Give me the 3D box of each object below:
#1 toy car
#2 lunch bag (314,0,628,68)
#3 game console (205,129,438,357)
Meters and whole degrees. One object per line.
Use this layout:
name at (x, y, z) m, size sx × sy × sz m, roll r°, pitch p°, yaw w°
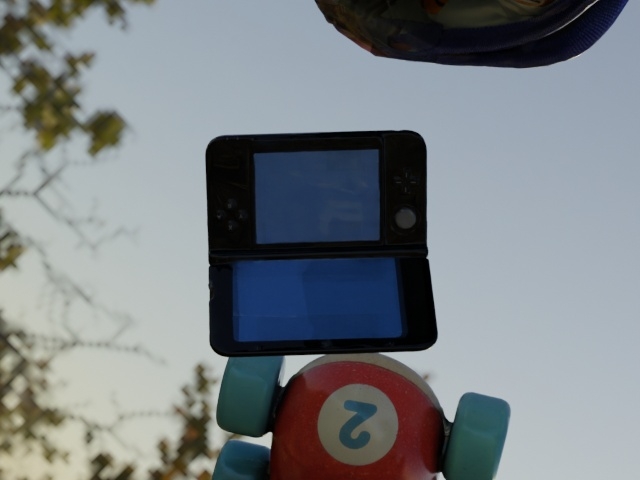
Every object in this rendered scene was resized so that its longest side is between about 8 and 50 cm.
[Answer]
toy car at (0.010, 0.225, 1.381) m, size 0.219 × 0.238 × 0.210 m, roll 12°, pitch -51°, yaw 6°
lunch bag at (0.140, -0.292, 1.072) m, size 0.239 × 0.328 × 0.385 m, roll 31°, pitch -18°, yaw -5°
game console at (0.000, 0.000, 0.992) m, size 0.071 × 0.122 × 0.107 m, roll -103°, pitch -168°, yaw -74°
